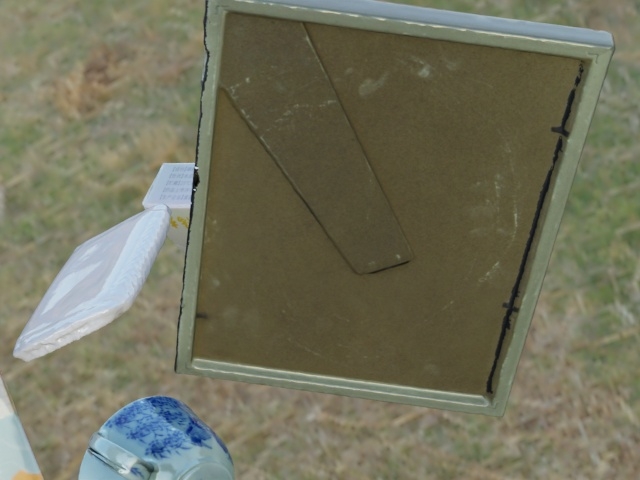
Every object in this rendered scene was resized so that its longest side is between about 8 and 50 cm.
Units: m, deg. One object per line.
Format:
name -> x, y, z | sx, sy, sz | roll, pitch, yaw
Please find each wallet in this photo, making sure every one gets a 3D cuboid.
wallet -> -0.196, 0.037, 1.391 | 0.124, 0.032, 0.183 | -25, 24, 24

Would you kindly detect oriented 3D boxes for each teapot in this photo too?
teapot -> -0.148, 0.244, 1.568 | 0.159, 0.232, 0.159 | -20, 52, 27

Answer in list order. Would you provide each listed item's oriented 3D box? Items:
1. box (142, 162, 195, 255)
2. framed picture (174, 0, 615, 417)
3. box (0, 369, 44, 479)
box -> 0.000, 0.000, 1.685 | 0.343, 0.200, 0.065 | 1, 54, 34
framed picture -> 0.034, -0.013, 1.046 | 0.247, 0.335, 0.022 | 8, 42, -1
box -> -0.422, 0.196, 1.300 | 0.345, 0.385, 0.122 | -23, 7, -27
